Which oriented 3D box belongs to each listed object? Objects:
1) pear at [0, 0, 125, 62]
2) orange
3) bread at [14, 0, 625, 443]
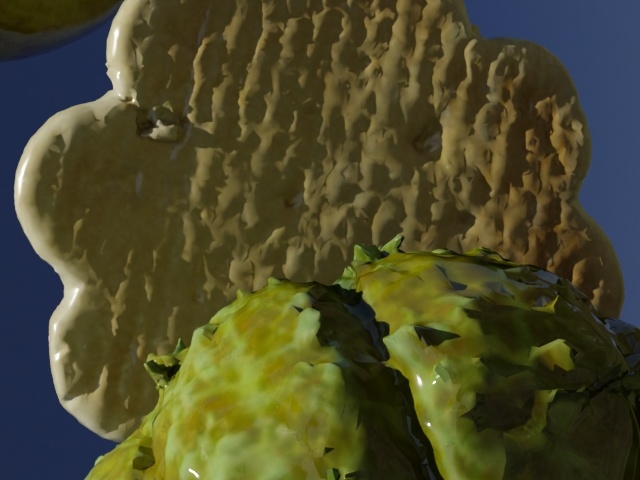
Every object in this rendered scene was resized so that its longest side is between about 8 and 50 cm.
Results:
[{"bbox_3d":[-0.234,-0.241,0.864,0.283,0.284,0.283,6,-97,-62],"label":"pear"},{"bbox_3d":[0.035,0.146,0.575,0.300,0.301,0.223,32,-166,-26],"label":"orange"},{"bbox_3d":[0.000,0.000,0.692,0.054,0.316,0.316,-134,40,-83],"label":"bread"}]
